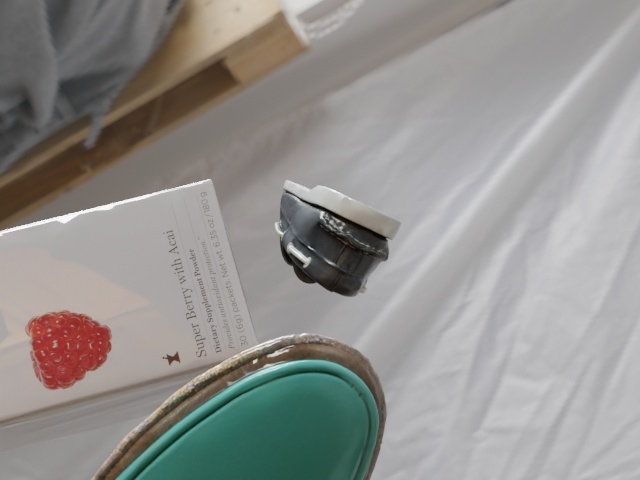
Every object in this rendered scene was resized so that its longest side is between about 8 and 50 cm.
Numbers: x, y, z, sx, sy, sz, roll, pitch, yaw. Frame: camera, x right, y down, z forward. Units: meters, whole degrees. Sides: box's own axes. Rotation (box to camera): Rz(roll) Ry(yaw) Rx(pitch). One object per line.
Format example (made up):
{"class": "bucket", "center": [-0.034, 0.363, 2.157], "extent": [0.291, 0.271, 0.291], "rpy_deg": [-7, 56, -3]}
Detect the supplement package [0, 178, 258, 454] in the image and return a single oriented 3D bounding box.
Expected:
{"class": "supplement package", "center": [-0.222, 0.081, 1.203], "extent": [0.175, 0.293, 0.177], "rpy_deg": [109, -35, -73]}

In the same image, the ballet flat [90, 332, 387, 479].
{"class": "ballet flat", "center": [-0.090, 0.164, 0.578], "extent": [0.107, 0.316, 0.106], "rpy_deg": [38, 0, -14]}

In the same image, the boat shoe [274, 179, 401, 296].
{"class": "boat shoe", "center": [0.000, 0.000, 1.290], "extent": [0.114, 0.091, 0.302], "rpy_deg": [27, -2, -4]}
